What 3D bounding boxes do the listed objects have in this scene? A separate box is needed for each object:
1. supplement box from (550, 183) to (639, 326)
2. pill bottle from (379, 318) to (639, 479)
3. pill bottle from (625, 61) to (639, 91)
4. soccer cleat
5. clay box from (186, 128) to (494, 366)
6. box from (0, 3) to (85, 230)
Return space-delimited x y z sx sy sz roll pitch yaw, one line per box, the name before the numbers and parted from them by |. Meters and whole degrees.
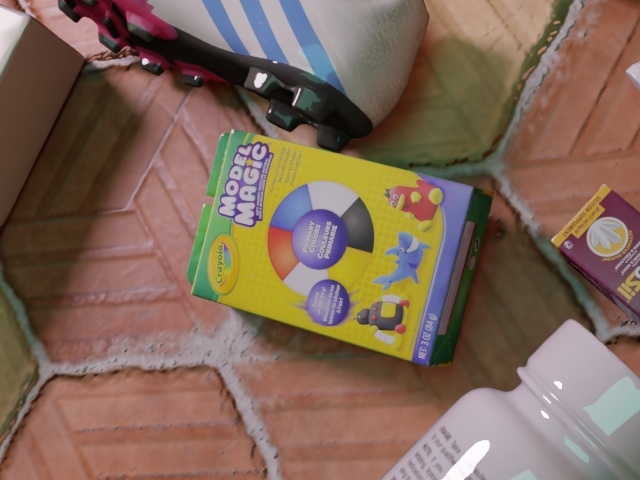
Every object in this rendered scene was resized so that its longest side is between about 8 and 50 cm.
supplement box | 0.203 0.012 0.941 0.055 0.043 0.083 -48 64 1
pill bottle | 0.101 0.193 0.862 0.283 0.160 0.160 -46 64 3
pill bottle | 0.250 -0.131 0.966 0.083 0.043 0.043 -40 64 6
soccer cleat | -0.069 -0.187 1.083 0.331 0.116 0.143 28 77 21
clay box | 0.000 0.000 1.009 0.222 0.053 0.127 15 92 24
box | -0.307 -0.058 1.138 0.113 0.094 0.275 24 83 26
